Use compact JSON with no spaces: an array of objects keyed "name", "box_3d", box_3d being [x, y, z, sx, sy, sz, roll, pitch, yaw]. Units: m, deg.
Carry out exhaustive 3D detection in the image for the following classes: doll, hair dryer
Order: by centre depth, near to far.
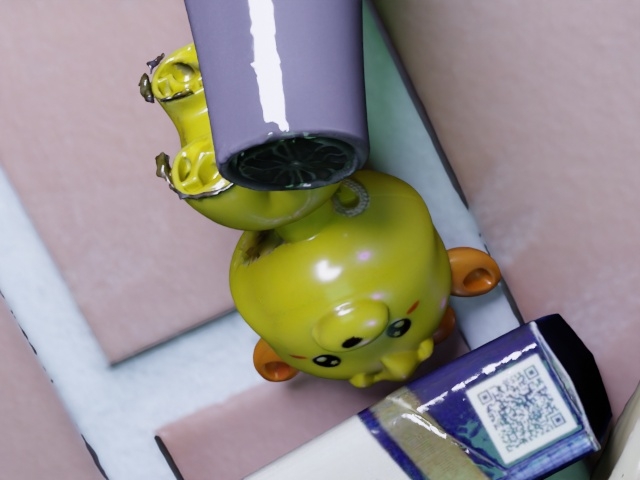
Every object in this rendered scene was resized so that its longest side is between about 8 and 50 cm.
[{"name":"hair dryer","box_3d":[-0.131,-0.141,0.633,0.361,0.121,0.301,-16,70,28]},{"name":"doll","box_3d":[0.000,0.000,0.681,0.143,0.135,0.221,-27,135,8]}]

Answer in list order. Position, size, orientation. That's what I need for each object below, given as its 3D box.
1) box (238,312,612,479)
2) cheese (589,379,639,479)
[{"name":"box","box_3d":[0.023,0.127,0.693,0.259,0.168,0.071,-32,81,11]},{"name":"cheese","box_3d":[0.250,0.130,0.663,0.233,0.127,0.266,31,79,0]}]
